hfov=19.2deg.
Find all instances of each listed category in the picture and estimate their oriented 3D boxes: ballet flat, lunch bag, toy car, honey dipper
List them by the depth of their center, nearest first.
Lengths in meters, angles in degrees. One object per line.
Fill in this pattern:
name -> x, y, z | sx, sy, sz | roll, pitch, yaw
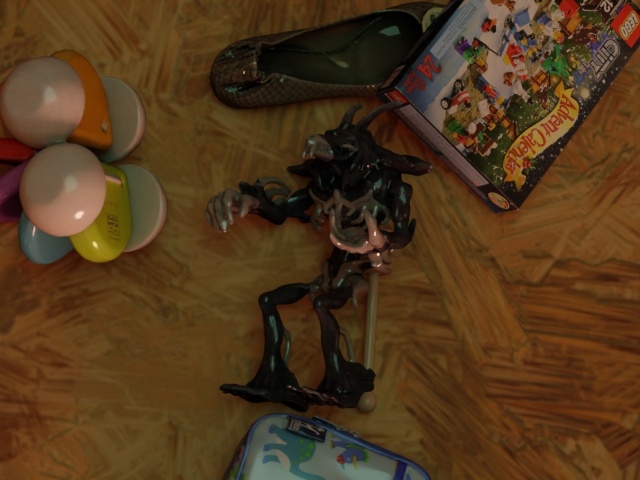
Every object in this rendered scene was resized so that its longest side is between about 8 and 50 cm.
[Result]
lunch bag -> -0.011, 0.259, 1.532 | 0.176, 0.090, 0.219 | 24, 72, -6
toy car -> -0.221, -0.061, 1.571 | 0.136, 0.159, 0.182 | -20, 76, 20
honey dipper -> 0.044, 0.069, 1.629 | 0.030, 0.030, 0.161 | 6, 74, -9
ballet flat -> 0.023, -0.167, 1.679 | 0.249, 0.058, 0.084 | -10, 76, -13

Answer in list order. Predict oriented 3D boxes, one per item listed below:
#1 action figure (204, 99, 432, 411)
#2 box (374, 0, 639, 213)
action figure -> 0.000, 0.000, 1.574 | 0.164, 0.141, 0.276 | 1, 75, 36
box -> 0.177, -0.163, 1.692 | 0.159, 0.044, 0.233 | 43, 70, -14
